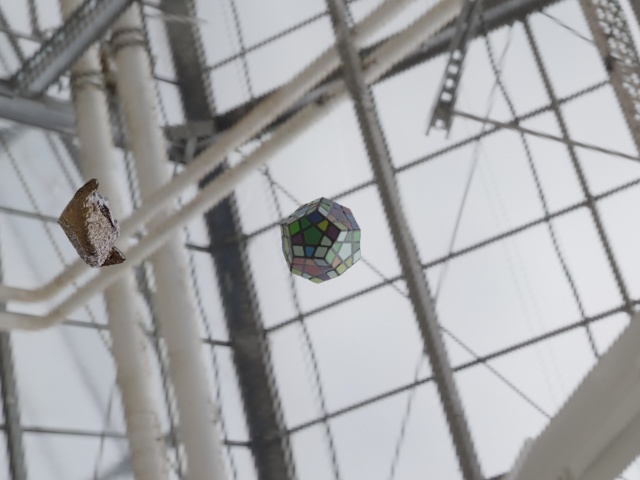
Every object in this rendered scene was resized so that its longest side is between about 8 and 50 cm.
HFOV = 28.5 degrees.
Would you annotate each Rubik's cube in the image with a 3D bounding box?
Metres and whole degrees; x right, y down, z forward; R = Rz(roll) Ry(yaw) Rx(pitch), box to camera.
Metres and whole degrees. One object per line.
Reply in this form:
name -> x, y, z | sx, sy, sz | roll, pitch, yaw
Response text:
Rubik's cube -> 0.000, 0.000, 1.928 | 0.133, 0.133, 0.112 | -22, -71, 42

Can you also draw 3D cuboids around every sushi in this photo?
sushi -> -0.205, -0.016, 1.127 | 0.050, 0.047, 0.099 | 36, -27, 27
